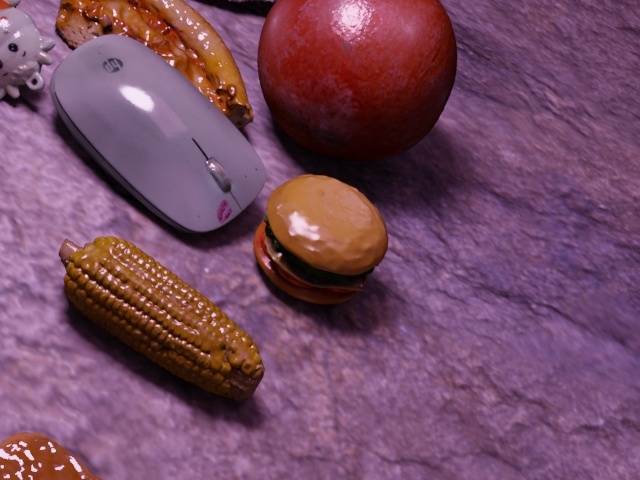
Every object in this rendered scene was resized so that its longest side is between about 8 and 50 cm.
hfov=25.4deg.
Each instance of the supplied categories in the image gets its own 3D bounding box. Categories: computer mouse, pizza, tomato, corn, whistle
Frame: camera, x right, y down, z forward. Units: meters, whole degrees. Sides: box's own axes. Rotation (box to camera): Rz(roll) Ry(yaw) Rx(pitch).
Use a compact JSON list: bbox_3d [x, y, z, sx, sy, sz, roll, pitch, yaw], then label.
[{"bbox_3d":[-0.196,-0.138,1.706,0.288,0.097,0.159,41,57,12],"label":"computer mouse"},{"bbox_3d":[-0.232,-0.264,1.866,0.182,0.074,0.365,-26,64,-40],"label":"pizza"},{"bbox_3d":[0.048,-0.223,1.849,0.264,0.265,0.265,16,40,-15],"label":"tomato"},{"bbox_3d":[-0.173,0.080,1.515,0.261,0.097,0.097,35,39,4],"label":"corn"},{"bbox_3d":[-0.419,-0.276,1.744,0.101,0.106,0.253,-34,74,-25],"label":"whistle"}]

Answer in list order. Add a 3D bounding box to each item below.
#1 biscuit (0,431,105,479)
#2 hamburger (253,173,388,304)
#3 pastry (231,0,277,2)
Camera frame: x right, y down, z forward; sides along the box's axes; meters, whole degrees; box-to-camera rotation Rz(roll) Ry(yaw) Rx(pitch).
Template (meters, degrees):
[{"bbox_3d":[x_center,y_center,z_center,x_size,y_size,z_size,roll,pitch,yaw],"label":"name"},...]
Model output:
[{"bbox_3d":[-0.262,0.308,1.245,0.376,0.051,0.269,36,42,10],"label":"biscuit"},{"bbox_3d":[0.000,0.000,1.685,0.162,0.115,0.162,15,41,-13],"label":"hamburger"},{"bbox_3d":[-0.080,-0.398,2.077,0.265,0.112,0.103,5,33,-28],"label":"pastry"}]
